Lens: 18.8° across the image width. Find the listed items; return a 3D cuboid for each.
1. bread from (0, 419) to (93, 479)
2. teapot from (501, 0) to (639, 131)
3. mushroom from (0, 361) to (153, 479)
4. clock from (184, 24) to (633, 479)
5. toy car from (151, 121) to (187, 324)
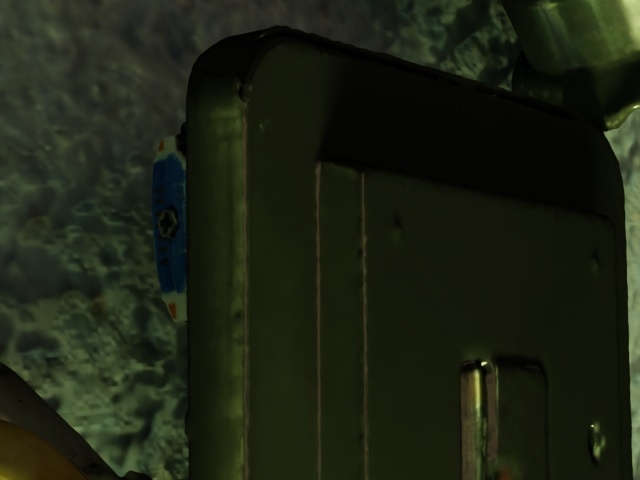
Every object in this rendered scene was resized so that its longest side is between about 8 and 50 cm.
[{"bbox_3d":[-0.138,0.158,0.555,0.225,0.081,0.134,-40,118,-8],"label":"bread"},{"bbox_3d":[0.125,-0.180,0.910,0.223,0.305,0.285,-27,109,-3],"label":"teapot"},{"bbox_3d":[-0.073,0.116,0.676,0.278,0.099,0.096,31,17,-36],"label":"mushroom"},{"bbox_3d":[0.052,0.073,0.731,0.273,0.049,0.279,7,80,-54],"label":"clock"},{"bbox_3d":[0.000,0.000,0.787,0.170,0.070,0.080,5,75,-45],"label":"toy car"}]
